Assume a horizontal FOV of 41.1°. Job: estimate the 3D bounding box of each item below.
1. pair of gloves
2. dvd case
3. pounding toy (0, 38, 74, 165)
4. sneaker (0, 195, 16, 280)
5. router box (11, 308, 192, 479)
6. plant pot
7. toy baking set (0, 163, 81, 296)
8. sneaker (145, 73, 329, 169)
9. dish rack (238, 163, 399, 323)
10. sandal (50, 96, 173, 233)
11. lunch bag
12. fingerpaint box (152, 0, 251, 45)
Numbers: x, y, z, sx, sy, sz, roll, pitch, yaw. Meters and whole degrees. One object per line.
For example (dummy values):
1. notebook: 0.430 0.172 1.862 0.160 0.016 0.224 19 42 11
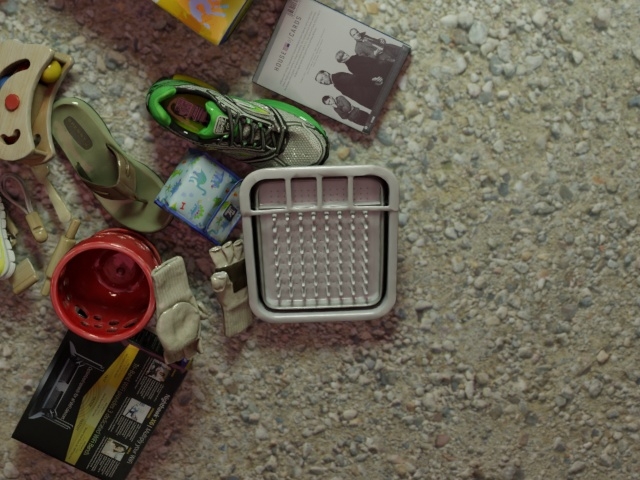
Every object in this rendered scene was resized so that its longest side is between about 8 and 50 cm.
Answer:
1. pair of gloves: -0.208 0.112 1.580 0.042 0.240 0.204 17 117 38
2. dvd case: 0.020 -0.320 1.550 0.238 0.029 0.179 24 105 -7
3. pounding toy: -0.539 -0.221 1.473 0.154 0.155 0.269 32 96 13
4. sneaker: -0.632 -0.024 1.570 0.081 0.094 0.208 -22 88 25
5. router box: -0.432 0.308 1.701 0.243 0.081 0.309 29 104 -9
6. plant pot: -0.383 0.070 1.583 0.191 0.174 0.191 0 107 -1
7. toy baking set: -0.545 -0.023 1.601 0.196 0.030 0.256 32 101 8
8. sneaker: -0.150 -0.193 1.524 0.343 0.146 0.134 15 106 -7
9. dish rack: 0.000 0.000 1.595 0.285 0.072 0.333 -2 120 -1
10. sandal: -0.395 -0.127 1.569 0.120 0.086 0.303 -40 103 10
11. lunch bag: -0.206 -0.076 1.576 0.151 0.096 0.129 38 82 -33
12. fingerpaint box: -0.191 -0.609 1.391 0.371 0.163 0.445 33 104 -9
